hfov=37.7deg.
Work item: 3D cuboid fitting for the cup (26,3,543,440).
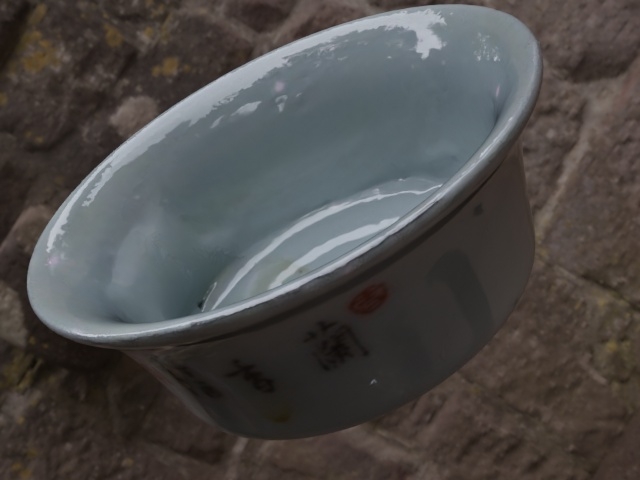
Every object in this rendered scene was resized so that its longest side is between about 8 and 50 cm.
[{"bbox_3d":[0.000,0.000,0.623,0.347,0.163,0.347,-21,30,13],"label":"cup"}]
